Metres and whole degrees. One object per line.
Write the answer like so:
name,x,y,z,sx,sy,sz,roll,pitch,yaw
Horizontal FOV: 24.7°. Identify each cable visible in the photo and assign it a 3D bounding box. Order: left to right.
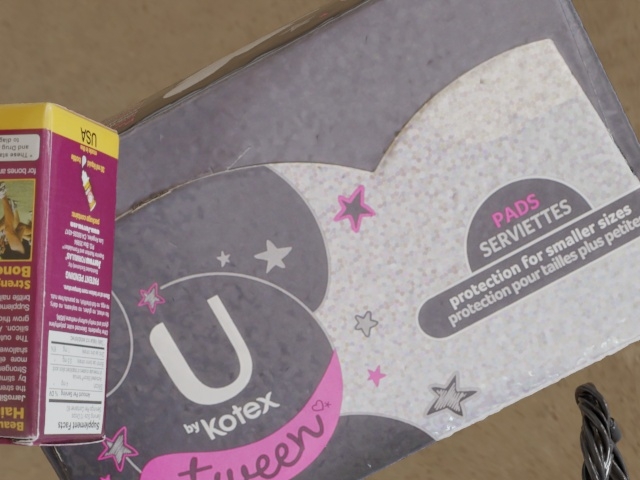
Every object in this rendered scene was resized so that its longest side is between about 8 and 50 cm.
cable,0.275,0.225,1.392,0.047,0.150,0.184,-8,41,13

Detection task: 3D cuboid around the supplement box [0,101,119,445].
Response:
supplement box,-0.085,0.009,0.372,0.055,0.043,0.083,0,83,17

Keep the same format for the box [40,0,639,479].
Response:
box,0.000,0.000,0.579,0.247,0.142,0.163,-27,101,6
